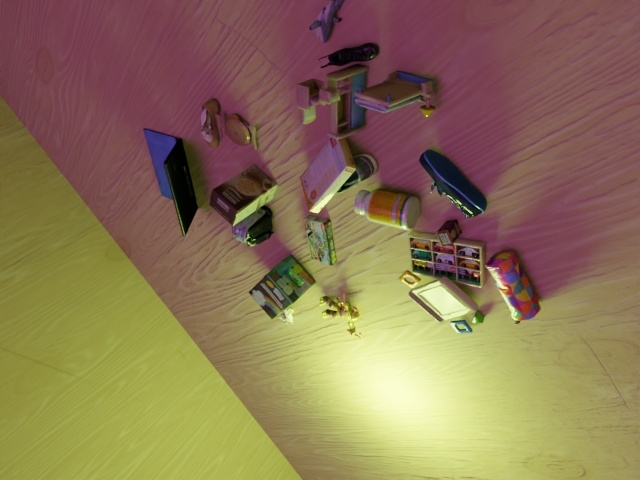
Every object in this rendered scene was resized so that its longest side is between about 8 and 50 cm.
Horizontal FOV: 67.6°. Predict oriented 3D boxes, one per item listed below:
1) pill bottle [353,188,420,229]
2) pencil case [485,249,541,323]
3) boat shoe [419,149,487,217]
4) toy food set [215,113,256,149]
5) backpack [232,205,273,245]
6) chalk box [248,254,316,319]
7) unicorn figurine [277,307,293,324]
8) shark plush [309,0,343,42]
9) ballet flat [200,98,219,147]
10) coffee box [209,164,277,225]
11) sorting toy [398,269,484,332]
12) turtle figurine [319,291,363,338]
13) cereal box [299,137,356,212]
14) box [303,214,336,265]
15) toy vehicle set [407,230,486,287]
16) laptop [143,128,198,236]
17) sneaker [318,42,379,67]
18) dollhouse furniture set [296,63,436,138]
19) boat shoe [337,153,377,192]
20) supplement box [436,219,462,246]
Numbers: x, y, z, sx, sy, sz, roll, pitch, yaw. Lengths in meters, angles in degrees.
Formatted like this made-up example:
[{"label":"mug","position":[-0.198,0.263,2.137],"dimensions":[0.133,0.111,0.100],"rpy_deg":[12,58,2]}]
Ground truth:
[{"label":"pill bottle","position":[0.225,-0.113,1.642],"dimensions":[0.208,0.117,0.117],"rpy_deg":[16,130,32]},{"label":"pencil case","position":[0.611,0.147,1.524],"dimensions":[0.104,0.104,0.236],"rpy_deg":[-14,109,46]},{"label":"boat shoe","position":[0.390,-0.163,1.471],"dimensions":[0.258,0.109,0.089],"rpy_deg":[49,143,3]},{"label":"toy food set","position":[-0.331,-0.446,1.937],"dimensions":[0.192,0.038,0.132],"rpy_deg":[22,140,20]},{"label":"backpack","position":[-0.295,-0.057,2.086],"dimensions":[0.115,0.182,0.152],"rpy_deg":[20,133,29]},{"label":"chalk box","position":[-0.161,0.201,2.175],"dimensions":[0.180,0.179,0.289],"rpy_deg":[49,138,1]},{"label":"unicorn figurine","position":[-0.171,0.365,2.406],"dimensions":[0.111,0.060,0.162],"rpy_deg":[13,144,34]},{"label":"shark plush","position":[0.034,-0.681,1.445],"dimensions":[0.067,0.073,0.161],"rpy_deg":[35,120,-14]},{"label":"ballet flat","position":[-0.471,-0.479,1.997],"dimensions":[0.080,0.073,0.232],"rpy_deg":[31,136,20]},{"label":"coffee box","position":[-0.312,-0.188,1.951],"dimensions":[0.141,0.246,0.098],"rpy_deg":[40,139,9]},{"label":"sorting toy","position":[0.443,0.206,1.731],"dimensions":[0.348,0.047,0.196],"rpy_deg":[41,143,-10]},{"label":"turtle figurine","position":[0.094,0.303,2.098],"dimensions":[0.217,0.087,0.269],"rpy_deg":[12,136,44]},{"label":"cereal box","position":[0.021,-0.235,1.669],"dimensions":[0.240,0.047,0.173],"rpy_deg":[-46,44,37]},{"label":"box","position":[0.000,0.000,1.985],"dimensions":[0.114,0.036,0.207],"rpy_deg":[14,128,33]},{"label":"toy vehicle set","position":[0.435,0.062,1.655],"dimensions":[0.267,0.035,0.166],"rpy_deg":[10,127,36]},{"label":"laptop","position":[-0.744,-0.281,2.275],"dimensions":[0.236,0.408,0.382],"rpy_deg":[-2,125,3]},{"label":"sneaker","position":[0.084,-0.555,1.445],"dimensions":[0.170,0.089,0.051],"rpy_deg":[9,126,37]},{"label":"dollhouse furniture set","position":[0.138,-0.363,1.396],"dimensions":[0.303,0.286,0.198],"rpy_deg":[30,137,37]},{"label":"boat shoe","position":[0.056,-0.224,1.716],"dimensions":[0.319,0.099,0.116],"rpy_deg":[-13,113,46]},{"label":"supplement box","position":[0.421,-0.025,1.564],"dimensions":[0.043,0.083,0.055],"rpy_deg":[-11,113,44]}]
